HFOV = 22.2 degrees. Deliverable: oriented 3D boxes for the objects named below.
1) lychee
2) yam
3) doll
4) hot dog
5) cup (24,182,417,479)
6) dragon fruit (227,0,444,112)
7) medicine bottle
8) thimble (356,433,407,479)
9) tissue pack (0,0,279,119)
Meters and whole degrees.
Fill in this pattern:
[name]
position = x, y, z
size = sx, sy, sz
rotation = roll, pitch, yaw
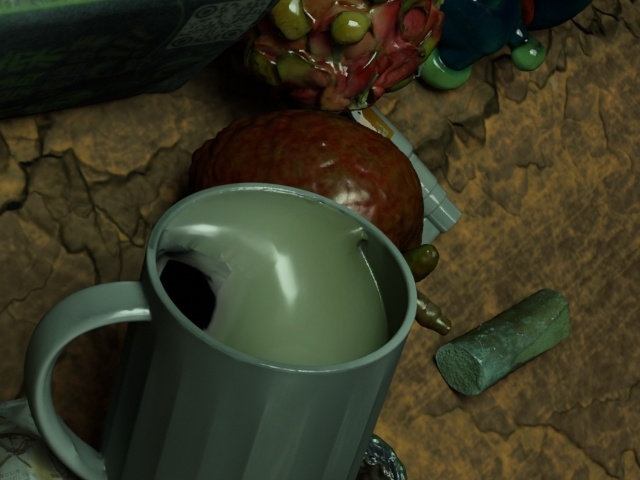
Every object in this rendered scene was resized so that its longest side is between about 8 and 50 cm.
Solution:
[lychee]
position = 0.000, 0.000, 1.627
size = 0.255, 0.255, 0.300
rotation = -30, 56, -34
[yam]
position = 0.211, 0.113, 1.827
size = 0.169, 0.068, 0.068
rotation = -26, 89, -33
[doll]
position = 0.224, -0.319, 1.902
size = 0.198, 0.186, 0.322
rotation = 45, 60, -12
[hot dog]
position = -0.257, 0.210, 1.463
size = 0.099, 0.053, 0.192
rotation = 39, 17, -32
[cup]
position = -0.106, 0.145, 1.442
size = 0.323, 0.327, 0.236
rotation = 0, 43, -22
[dragon fruit]
position = 0.006, -0.267, 1.676
size = 0.291, 0.250, 0.269
rotation = -98, 173, -50
[medicine bottle]
position = 0.060, -0.084, 1.807
size = 0.221, 0.061, 0.092
rotation = 45, 82, -12
[thimble]
position = 0.021, 0.262, 1.650
size = 0.118, 0.090, 0.135
rotation = 23, 64, -27
[tissue pack]
position = -0.252, -0.206, 1.512
size = 0.394, 0.288, 0.124
rotation = -15, 80, -34
